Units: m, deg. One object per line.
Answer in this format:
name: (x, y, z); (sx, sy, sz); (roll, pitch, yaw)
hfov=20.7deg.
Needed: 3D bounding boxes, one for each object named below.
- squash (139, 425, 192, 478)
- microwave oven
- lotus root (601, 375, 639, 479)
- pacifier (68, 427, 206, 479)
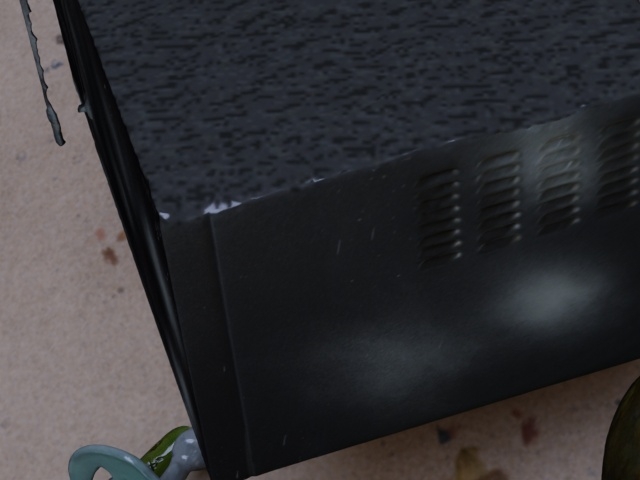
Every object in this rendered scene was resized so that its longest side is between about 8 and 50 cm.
squash: (-0.123, 0.170, 1.301); (0.083, 0.027, 0.027); (-48, 60, -4)
microwave oven: (0.013, -0.111, 1.140); (0.374, 0.236, 0.432); (-16, 46, -10)
lotus root: (0.257, 0.189, 1.074); (0.160, 0.152, 0.274); (-5, 68, 3)
pacifier: (-0.106, 0.186, 1.255); (0.150, 0.126, 0.116); (28, 50, 8)
